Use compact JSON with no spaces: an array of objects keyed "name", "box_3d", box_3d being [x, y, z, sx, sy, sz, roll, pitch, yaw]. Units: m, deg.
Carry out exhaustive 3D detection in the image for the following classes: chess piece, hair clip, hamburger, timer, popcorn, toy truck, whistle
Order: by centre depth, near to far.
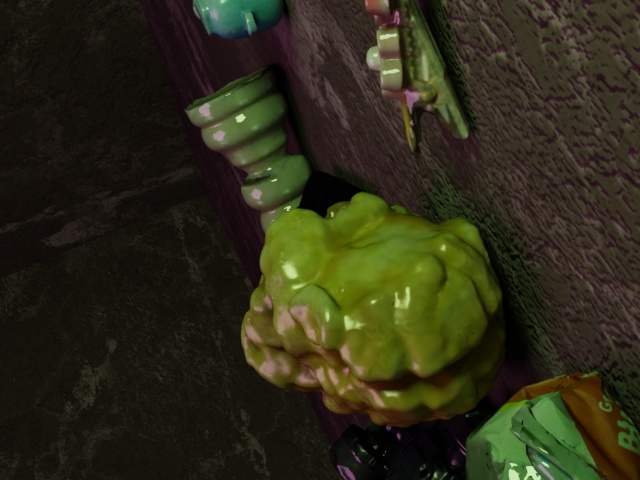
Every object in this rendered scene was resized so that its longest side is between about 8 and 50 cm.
[{"name":"hair clip","box_3d":[0.045,-0.154,0.531,0.062,0.056,0.213,-65,-39,-57]},{"name":"hamburger","box_3d":[0.157,0.229,0.550,0.260,0.151,0.276,143,102,-82]},{"name":"popcorn","box_3d":[0.038,0.066,0.662,0.226,0.203,0.200,-109,7,-63]},{"name":"toy truck","box_3d":[0.125,0.222,0.793,0.165,0.147,0.224,41,-177,-20]},{"name":"timer","box_3d":[0.000,0.000,0.940,0.144,0.055,0.187,-70,19,6]},{"name":"whistle","box_3d":[-0.118,-0.310,0.959,0.186,0.093,0.274,77,169,-49]},{"name":"chess piece","box_3d":[-0.066,-0.099,1.127,0.243,0.133,0.133,62,172,-16]}]
